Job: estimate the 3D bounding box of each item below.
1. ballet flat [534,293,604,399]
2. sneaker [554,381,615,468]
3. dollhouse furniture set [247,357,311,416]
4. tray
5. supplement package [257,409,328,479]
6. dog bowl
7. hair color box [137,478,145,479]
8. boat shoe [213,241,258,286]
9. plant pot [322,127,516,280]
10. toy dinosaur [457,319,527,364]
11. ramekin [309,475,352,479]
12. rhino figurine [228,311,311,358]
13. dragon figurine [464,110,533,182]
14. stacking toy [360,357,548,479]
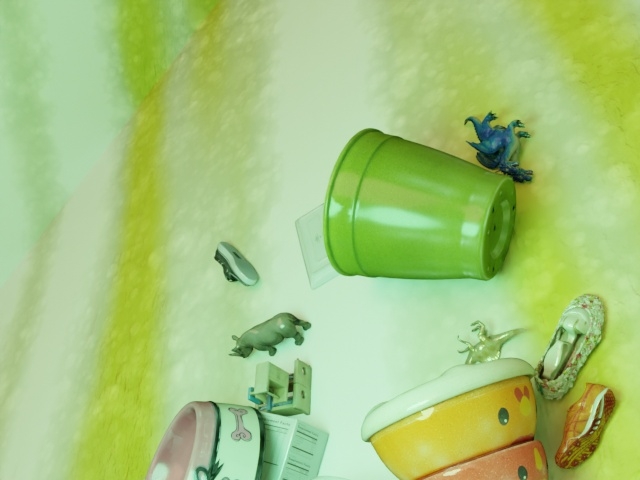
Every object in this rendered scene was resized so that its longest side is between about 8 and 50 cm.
[{"bbox_3d":[0.497,0.204,1.306,0.091,0.077,0.241,14,70,44],"label":"ballet flat"},{"bbox_3d":[0.491,0.350,1.235,0.175,0.064,0.067,-53,24,-12],"label":"sneaker"},{"bbox_3d":[-0.125,0.351,1.617,0.129,0.183,0.129,-19,51,28],"label":"dollhouse furniture set"},{"bbox_3d":[0.000,0.000,1.871,0.145,0.030,0.270,-31,47,17],"label":"tray"},{"bbox_3d":[-0.100,0.536,1.507,0.139,0.134,0.244,0,62,39],"label":"supplement package"},{"bbox_3d":[-0.284,0.549,1.474,0.408,0.150,0.408,-52,22,31],"label":"dog bowl"},{"bbox_3d":[-0.460,0.785,1.641,0.185,0.110,0.339,-20,52,28],"label":"hair color box"},{"bbox_3d":[-0.267,0.086,1.993,0.228,0.080,0.076,42,108,43],"label":"boat shoe"},{"bbox_3d":[0.250,-0.057,1.521,0.352,0.366,0.367,13,70,30],"label":"plant pot"},{"bbox_3d":[0.362,0.223,1.430,0.183,0.053,0.093,-42,59,18],"label":"toy dinosaur"},{"bbox_3d":[0.059,0.567,1.280,0.272,0.273,0.127,-6,45,35],"label":"ramekin"},{"bbox_3d":[-0.151,0.261,1.755,0.243,0.106,0.073,-26,48,22],"label":"rhino figurine"},{"bbox_3d":[0.428,-0.241,1.657,0.144,0.085,0.289,-52,45,-4],"label":"dragon figurine"},{"bbox_3d":[0.307,0.480,1.171,0.350,0.350,0.480,-30,66,19],"label":"stacking toy"}]
